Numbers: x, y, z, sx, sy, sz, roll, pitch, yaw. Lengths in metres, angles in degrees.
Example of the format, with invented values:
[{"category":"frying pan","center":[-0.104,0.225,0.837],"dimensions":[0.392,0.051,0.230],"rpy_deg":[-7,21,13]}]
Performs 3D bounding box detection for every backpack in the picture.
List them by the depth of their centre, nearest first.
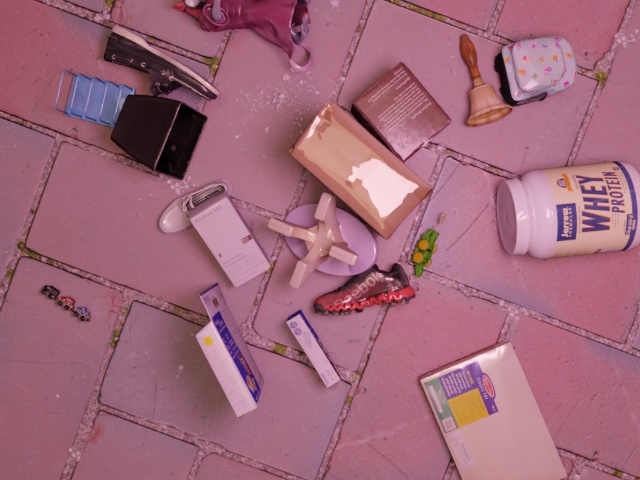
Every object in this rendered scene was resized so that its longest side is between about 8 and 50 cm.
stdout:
[{"category":"backpack","center":[0.574,-0.453,1.850],"dimensions":[0.189,0.144,0.165],"rpy_deg":[-13,87,-5]}]

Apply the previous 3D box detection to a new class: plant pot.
[{"category":"plant pot","center":[-0.433,-0.286,1.849],"dimensions":[0.167,0.187,0.188],"rpy_deg":[24,93,11]}]

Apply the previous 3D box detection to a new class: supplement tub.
[{"category":"supplement tub","center":[0.640,-0.075,1.815],"dimensions":[0.325,0.235,0.235],"rpy_deg":[-6,92,0]}]

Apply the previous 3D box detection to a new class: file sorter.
[{"category":"file sorter","center":[-0.601,-0.375,1.876],"dimensions":[0.170,0.104,0.118],"rpy_deg":[14,93,-1]}]

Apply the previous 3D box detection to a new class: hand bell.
[{"category":"hand bell","center":[0.416,-0.440,1.881],"dimensions":[0.126,0.126,0.241],"rpy_deg":[-15,81,1]}]

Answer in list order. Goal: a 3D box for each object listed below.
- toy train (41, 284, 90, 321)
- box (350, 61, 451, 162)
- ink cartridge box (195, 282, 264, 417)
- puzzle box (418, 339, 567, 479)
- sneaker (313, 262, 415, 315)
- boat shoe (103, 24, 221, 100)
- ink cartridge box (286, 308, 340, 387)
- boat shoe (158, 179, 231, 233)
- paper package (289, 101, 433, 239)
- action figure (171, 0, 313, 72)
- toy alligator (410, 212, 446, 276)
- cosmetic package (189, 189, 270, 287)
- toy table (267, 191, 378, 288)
[{"category":"toy train","center":[-0.696,0.172,1.939],"dimensions":[0.158,0.027,0.036],"rpy_deg":[35,81,-1]},{"category":"box","center":[0.205,-0.325,1.842],"dimensions":[0.168,0.167,0.203],"rpy_deg":[-39,92,1]},{"category":"ink cartridge box","center":[-0.242,0.270,1.802],"dimensions":[0.072,0.303,0.307],"rpy_deg":[-28,91,1]},{"category":"puzzle box","center":[0.471,0.507,1.932],"dimensions":[0.272,0.052,0.408],"rpy_deg":[-23,92,2]},{"category":"sneaker","center":[0.110,0.128,1.897],"dimensions":[0.276,0.097,0.135],"rpy_deg":[-12,86,3]},{"category":"boat shoe","center":[-0.428,-0.440,1.862],"dimensions":[0.340,0.127,0.113],"rpy_deg":[31,93,1]},{"category":"ink cartridge box","center":[-0.018,0.290,1.903],"dimensions":[0.046,0.097,0.207],"rpy_deg":[-32,91,2]},{"category":"boat shoe","center":[-0.346,-0.096,1.900],"dimensions":[0.226,0.076,0.083],"rpy_deg":[-36,91,2]},{"category":"paper package","center":[0.097,-0.171,1.777],"dimensions":[0.325,0.309,0.168],"rpy_deg":[41,94,-1]},{"category":"action figure","center":[-0.204,-0.609,1.860],"dimensions":[0.371,0.248,0.275],"rpy_deg":[0,135,12]},{"category":"toy alligator","center":[0.286,0.006,1.915],"dimensions":[0.051,0.056,0.189],"rpy_deg":[24,93,40]},{"category":"cosmetic package","center":[-0.239,-0.004,1.866],"dimensions":[0.117,0.085,0.231],"rpy_deg":[-32,113,1]},{"category":"toy table","center":[0.000,0.000,1.814],"dimensions":[0.275,0.161,0.252],"rpy_deg":[11,95,22]}]
